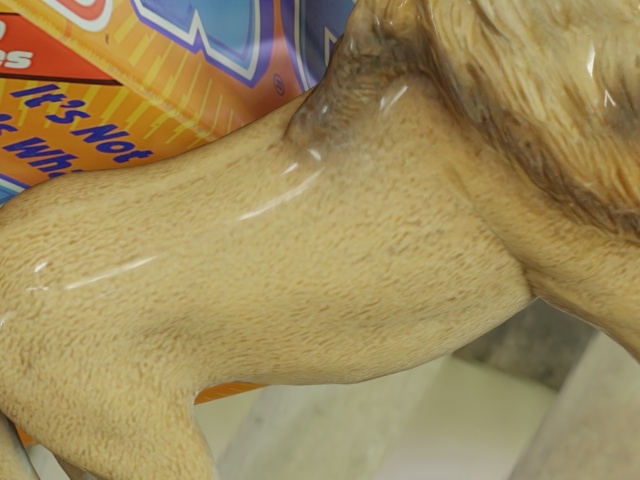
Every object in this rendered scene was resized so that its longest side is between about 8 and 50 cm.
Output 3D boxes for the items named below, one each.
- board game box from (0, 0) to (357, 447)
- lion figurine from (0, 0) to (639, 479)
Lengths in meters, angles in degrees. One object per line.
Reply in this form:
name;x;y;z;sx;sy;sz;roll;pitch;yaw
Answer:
board game box;-0.180;-0.134;0.800;0.356;0.356;0.356;33;47;-55
lion figurine;0.000;0.000;0.599;0.240;0.392;0.142;50;14;-38
